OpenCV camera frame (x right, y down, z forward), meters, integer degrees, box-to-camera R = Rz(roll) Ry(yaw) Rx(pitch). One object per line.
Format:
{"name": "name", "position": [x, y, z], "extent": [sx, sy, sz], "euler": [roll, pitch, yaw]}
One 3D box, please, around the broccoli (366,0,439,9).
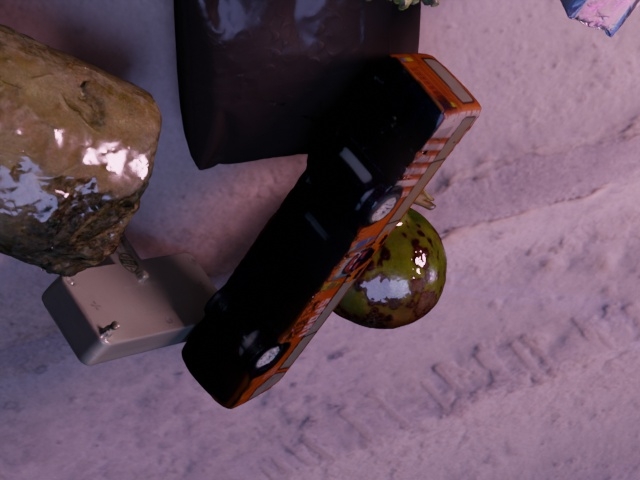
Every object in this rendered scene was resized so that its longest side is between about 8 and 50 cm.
{"name": "broccoli", "position": [0.118, -0.311, 1.089], "extent": [0.260, 0.235, 0.288], "euler": [22, 135, 1]}

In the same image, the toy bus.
{"name": "toy bus", "position": [0.000, 0.000, 1.353], "extent": [0.092, 0.093, 0.409], "euler": [-16, 149, -52]}

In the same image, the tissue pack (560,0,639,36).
{"name": "tissue pack", "position": [0.237, -0.262, 1.202], "extent": [0.065, 0.155, 0.115], "euler": [17, 128, -27]}

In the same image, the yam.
{"name": "yam", "position": [-0.294, -0.097, 1.228], "extent": [0.300, 0.195, 0.195], "euler": [24, 125, -30]}

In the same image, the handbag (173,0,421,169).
{"name": "handbag", "position": [-0.018, -0.167, 1.298], "extent": [0.223, 0.080, 0.247], "euler": [-5, 136, -7]}

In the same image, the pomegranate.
{"name": "pomegranate", "position": [0.067, 0.008, 1.453], "extent": [0.148, 0.148, 0.169], "euler": [14, 125, -24]}

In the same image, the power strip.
{"name": "power strip", "position": [-0.190, 0.039, 1.425], "extent": [0.061, 0.145, 0.216], "euler": [-44, 164, 25]}
